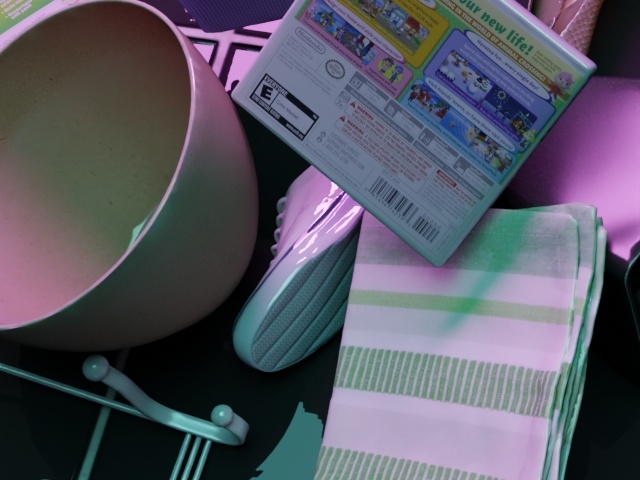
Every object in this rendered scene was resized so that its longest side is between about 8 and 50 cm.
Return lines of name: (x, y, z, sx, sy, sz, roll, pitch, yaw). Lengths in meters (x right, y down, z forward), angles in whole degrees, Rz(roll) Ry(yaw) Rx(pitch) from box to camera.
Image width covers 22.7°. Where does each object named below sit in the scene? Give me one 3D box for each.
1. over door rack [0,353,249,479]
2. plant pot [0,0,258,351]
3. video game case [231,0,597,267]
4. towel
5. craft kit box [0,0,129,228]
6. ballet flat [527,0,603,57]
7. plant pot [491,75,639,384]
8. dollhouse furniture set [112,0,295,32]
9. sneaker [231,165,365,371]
over door rack: (-0.248, 0.204, 1.269, 0.324, 0.108, 0.240, 13, 65, 14)
plant pot: (-0.160, -0.025, 1.291, 0.284, 0.191, 0.284, -17, 56, 28)
video game case: (0.065, -0.118, 1.191, 0.212, 0.023, 0.193, 40, 112, 9)
towel: (0.090, 0.130, 1.202, 0.247, 0.038, 0.325, 2, 77, 46)
craft kit box: (-0.265, -0.117, 1.469, 0.250, 0.061, 0.247, -37, 67, -12)
ballet flat: (0.219, -0.229, 1.435, 0.084, 0.058, 0.250, 2, 68, 40)
plant pot: (0.242, -0.026, 1.287, 0.167, 0.187, 0.188, 30, 70, 33)
dollhouse furniture set: (-0.006, -0.176, 1.354, 0.303, 0.286, 0.198, -12, 68, 11)
sneaker: (0.000, 0.000, 1.362, 0.091, 0.094, 0.258, 21, 63, 40)
